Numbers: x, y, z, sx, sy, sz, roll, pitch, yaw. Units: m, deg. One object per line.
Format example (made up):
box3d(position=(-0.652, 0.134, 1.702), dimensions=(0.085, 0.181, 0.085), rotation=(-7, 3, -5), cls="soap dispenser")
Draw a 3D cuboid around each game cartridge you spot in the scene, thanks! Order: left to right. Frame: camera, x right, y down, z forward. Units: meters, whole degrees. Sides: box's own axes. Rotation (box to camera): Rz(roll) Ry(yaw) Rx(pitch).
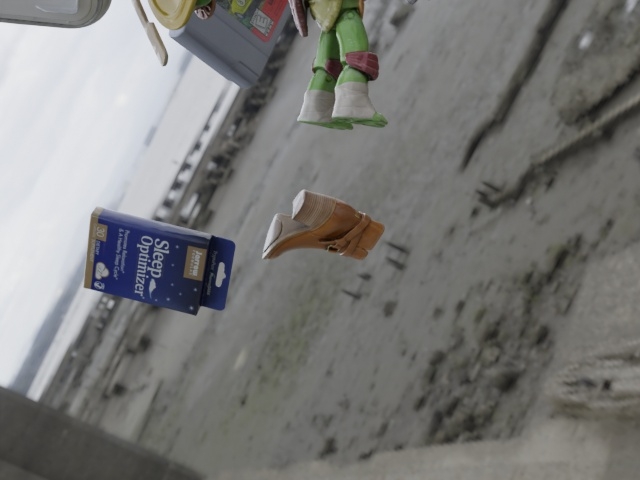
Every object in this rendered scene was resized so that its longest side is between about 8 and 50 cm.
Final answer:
box3d(position=(-0.126, -0.421, 1.875), dimensions=(0.060, 0.196, 0.294), rotation=(9, 72, 51), cls="game cartridge")

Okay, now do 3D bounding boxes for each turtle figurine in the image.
box3d(position=(0.072, -0.270, 1.443), dimensions=(0.275, 0.198, 0.266), rotation=(9, -92, -62), cls="turtle figurine")

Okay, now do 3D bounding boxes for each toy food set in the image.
box3d(position=(-0.172, -0.346, 1.500), dimensions=(0.128, 0.071, 0.218), rotation=(59, 143, 22), cls="toy food set")

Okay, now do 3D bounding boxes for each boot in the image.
box3d(position=(0.000, 0.000, 1.894), dimensions=(0.197, 0.152, 0.072), rotation=(-42, 33, 52), cls="boot")

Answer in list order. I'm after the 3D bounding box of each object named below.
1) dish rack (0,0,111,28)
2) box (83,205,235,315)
box3d(position=(-0.410, -0.388, 1.394), dimensions=(0.072, 0.333, 0.285), rotation=(-110, 27, -55), cls="dish rack")
box3d(position=(-0.252, 0.037, 1.791), dimensions=(0.036, 0.225, 0.136), rotation=(-74, -4, -61), cls="box")
